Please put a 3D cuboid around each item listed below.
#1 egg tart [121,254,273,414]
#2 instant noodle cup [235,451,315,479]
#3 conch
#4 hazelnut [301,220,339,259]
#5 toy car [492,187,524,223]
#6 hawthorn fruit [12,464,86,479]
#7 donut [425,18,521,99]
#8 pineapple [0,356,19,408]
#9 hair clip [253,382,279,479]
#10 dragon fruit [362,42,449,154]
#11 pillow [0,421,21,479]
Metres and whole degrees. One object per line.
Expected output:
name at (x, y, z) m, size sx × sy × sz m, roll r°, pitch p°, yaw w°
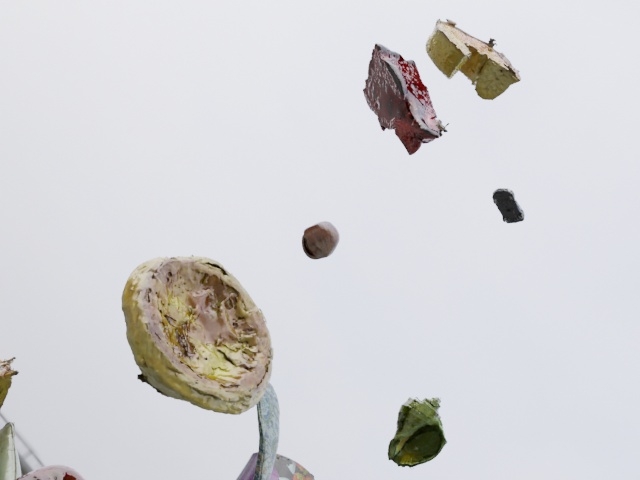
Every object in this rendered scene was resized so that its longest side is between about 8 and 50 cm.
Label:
egg tart at (-0.203, 0.157, 1.221) m, size 0.115 × 0.290 × 0.290 m, roll -37°, pitch -87°, yaw 33°
instant noodle cup at (-0.132, 0.666, 1.913) m, size 0.251 × 0.190 × 0.251 m, roll 15°, pitch -43°, yaw 15°
conch at (0.148, 0.286, 1.131) m, size 0.089 × 0.121 × 0.074 m, roll 29°, pitch -10°, yaw 44°
hazelnut at (0.000, 0.000, 1.622) m, size 0.086 × 0.086 × 0.086 m, roll 31°, pitch -37°, yaw 27°
toy car at (0.354, -0.067, 1.430) m, size 0.041 × 0.025 × 0.093 m, roll -11°, pitch -48°, yaw 30°
hawthorn fruit at (-0.398, 0.425, 1.088) m, size 0.157 × 0.157 × 0.194 m, roll 37°, pitch -60°, yaw 19°
donut at (0.258, -0.321, 1.337) m, size 0.078 × 0.181 × 0.146 m, roll -55°, pitch -141°, yaw 31°
pineapple at (-0.634, 0.298, 1.320) m, size 0.135 × 0.233 × 0.079 m, roll 25°, pitch -2°, yaw -27°
hair clip at (-0.096, 0.342, 1.311) m, size 0.036 × 0.229 × 0.066 m, roll -15°, pitch -41°, yaw 22°
dragon fruit at (0.144, -0.223, 1.181) m, size 0.122 × 0.092 × 0.192 m, roll 94°, pitch -21°, yaw -47°
pillow at (-0.627, 0.493, 1.385) m, size 0.302 × 0.075 × 0.185 m, roll -48°, pitch -134°, yaw 22°
